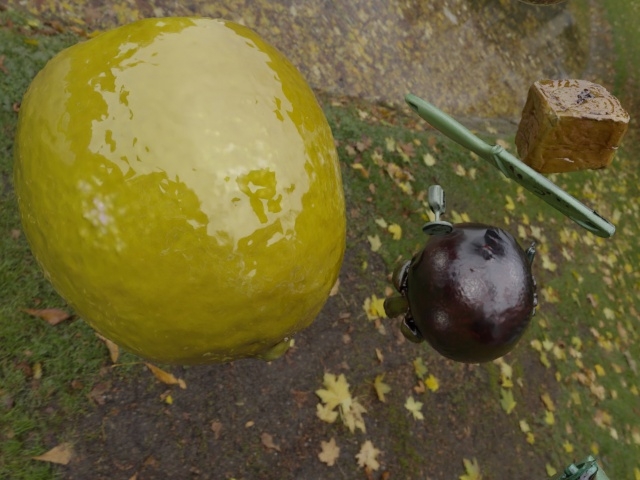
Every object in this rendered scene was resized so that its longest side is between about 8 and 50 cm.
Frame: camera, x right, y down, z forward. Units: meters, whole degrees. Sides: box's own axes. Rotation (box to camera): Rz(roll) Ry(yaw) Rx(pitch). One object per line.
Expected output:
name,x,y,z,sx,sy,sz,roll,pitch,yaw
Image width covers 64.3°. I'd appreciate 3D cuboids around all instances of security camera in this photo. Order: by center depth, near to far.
security camera,0.218,-0.059,0.945,0.058,0.058,0.092,24,61,-35

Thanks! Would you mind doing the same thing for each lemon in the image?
lemon,-0.128,-0.025,0.559,0.364,0.364,0.364,24,53,-36

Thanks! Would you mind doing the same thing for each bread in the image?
bread,0.459,-0.208,0.951,0.149,0.158,0.143,-77,166,-46

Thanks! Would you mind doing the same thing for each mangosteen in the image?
mangosteen,0.291,0.099,1.049,0.293,0.297,0.297,23,38,18

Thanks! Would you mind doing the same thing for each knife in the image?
knife,0.192,-0.094,0.561,0.293,0.020,0.043,46,0,31

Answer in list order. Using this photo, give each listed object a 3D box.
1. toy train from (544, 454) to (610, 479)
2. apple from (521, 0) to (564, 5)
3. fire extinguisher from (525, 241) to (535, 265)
toy train,0.343,0.419,0.705,0.326,0.159,0.129,0,48,-55
apple,0.404,-0.561,0.828,0.269,0.344,0.345,51,42,-9
fire extinguisher,0.512,0.046,1.255,0.038,0.025,0.083,-15,120,-53
